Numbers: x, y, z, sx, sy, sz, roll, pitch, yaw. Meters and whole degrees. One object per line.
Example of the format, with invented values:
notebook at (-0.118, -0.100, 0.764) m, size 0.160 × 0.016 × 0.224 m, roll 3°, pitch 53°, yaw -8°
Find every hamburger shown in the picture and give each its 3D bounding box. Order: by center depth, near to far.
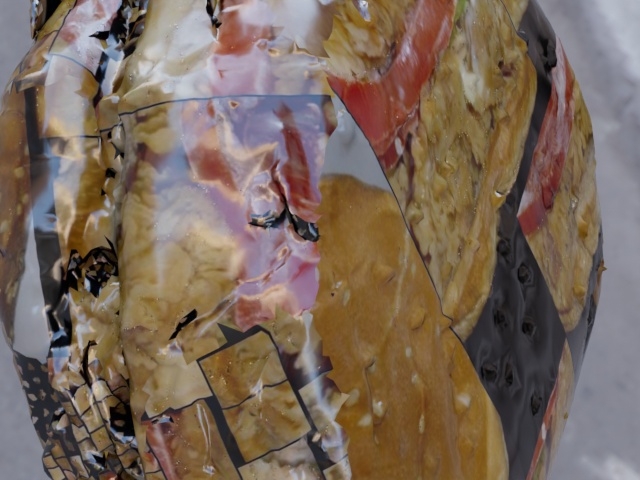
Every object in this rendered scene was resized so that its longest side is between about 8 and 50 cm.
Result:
hamburger at (0.000, 0.000, 0.525) m, size 0.106 × 0.231 × 0.231 m, roll -3°, pitch 23°, yaw 23°
